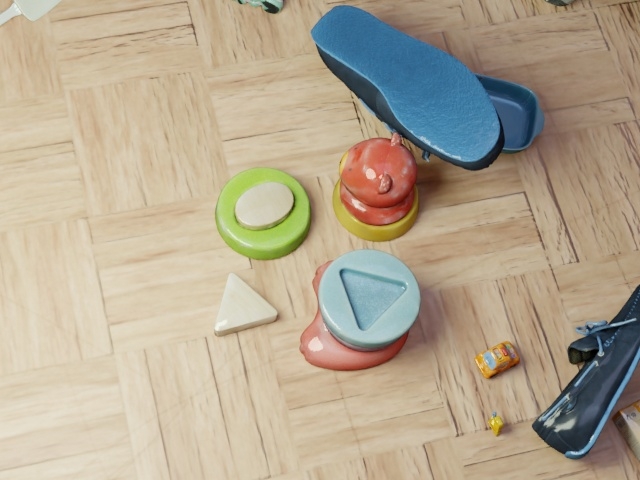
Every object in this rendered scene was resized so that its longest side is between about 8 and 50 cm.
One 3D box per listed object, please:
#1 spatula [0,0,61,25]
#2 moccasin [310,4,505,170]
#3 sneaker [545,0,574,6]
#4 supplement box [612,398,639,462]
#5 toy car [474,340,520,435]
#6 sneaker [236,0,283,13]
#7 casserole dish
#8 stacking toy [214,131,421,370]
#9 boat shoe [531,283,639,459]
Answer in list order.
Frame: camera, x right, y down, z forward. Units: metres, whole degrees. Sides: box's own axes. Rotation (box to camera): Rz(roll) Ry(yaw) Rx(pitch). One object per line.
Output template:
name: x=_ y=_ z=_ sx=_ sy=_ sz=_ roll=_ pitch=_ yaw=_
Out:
spatula: x=-0.490 y=-0.355 z=1.794 sx=0.242 sy=0.019 sz=0.168 roll=-41 pitch=111 yaw=-22
moccasin: x=0.130 y=-0.206 z=1.734 sx=0.138 sy=0.117 sz=0.342 roll=-39 pitch=58 yaw=-5
sneaker: x=0.301 y=-0.485 z=1.919 sx=0.111 sy=0.129 sz=0.297 roll=-33 pitch=92 yaw=9
supplement box: x=0.428 y=0.251 z=1.628 sx=0.062 sy=0.036 sz=0.098 roll=-25 pitch=70 yaw=-15
toy car: x=0.239 y=0.185 z=1.638 sx=0.060 sy=0.040 sz=0.122 roll=-6 pitch=65 yaw=-9
sneaker: x=-0.095 y=-0.379 z=1.876 sx=0.098 sy=0.038 sz=0.069 roll=22 pitch=63 yaw=-5
casserole dish: x=0.223 y=-0.180 z=1.811 sx=0.188 sy=0.037 sz=0.114 roll=13 pitch=64 yaw=0
stacking toy: x=0.000 y=0.000 z=1.653 sx=0.279 sy=0.130 sz=0.309 roll=4 pitch=64 yaw=-4
boat shoe: x=0.357 y=0.152 z=1.631 sx=0.089 sy=0.109 sz=0.258 roll=29 pitch=63 yaw=12
